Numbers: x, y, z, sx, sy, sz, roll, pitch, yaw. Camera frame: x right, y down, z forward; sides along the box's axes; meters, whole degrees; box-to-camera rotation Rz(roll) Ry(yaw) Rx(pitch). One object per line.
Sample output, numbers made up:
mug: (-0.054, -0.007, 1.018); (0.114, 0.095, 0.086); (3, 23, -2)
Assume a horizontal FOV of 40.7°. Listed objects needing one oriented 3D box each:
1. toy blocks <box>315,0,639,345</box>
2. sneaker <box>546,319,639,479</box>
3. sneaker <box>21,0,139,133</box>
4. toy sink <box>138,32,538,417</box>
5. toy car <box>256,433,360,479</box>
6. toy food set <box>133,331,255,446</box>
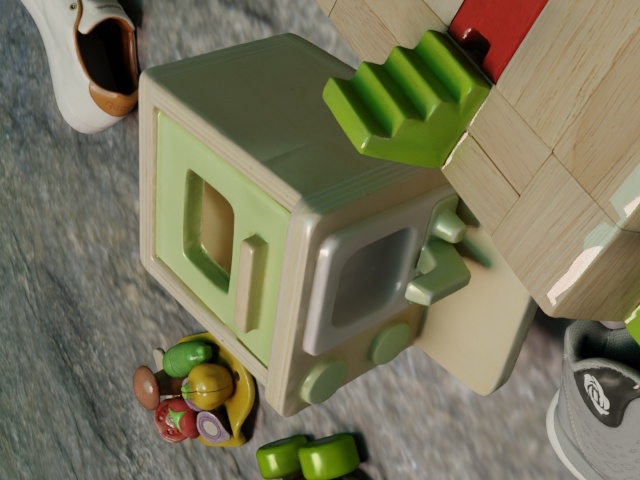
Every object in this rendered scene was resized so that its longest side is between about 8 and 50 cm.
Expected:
toy blocks: (0.134, -0.155, 0.395); (0.261, 0.191, 0.381); (-60, 41, 31)
sneaker: (0.199, 0.114, 0.419); (0.229, 0.086, 0.132); (37, 152, 42)
sneaker: (-0.263, -0.273, 0.957); (0.123, 0.106, 0.290); (-16, 96, 47)
toy sink: (0.000, 0.000, 0.520); (0.234, 0.131, 0.152); (39, 137, 32)
toy car: (-0.052, 0.269, 0.741); (0.149, 0.188, 0.155); (-21, 83, 54)
toy food set: (-0.154, 0.173, 0.949); (0.218, 0.071, 0.128); (-20, 83, 54)
